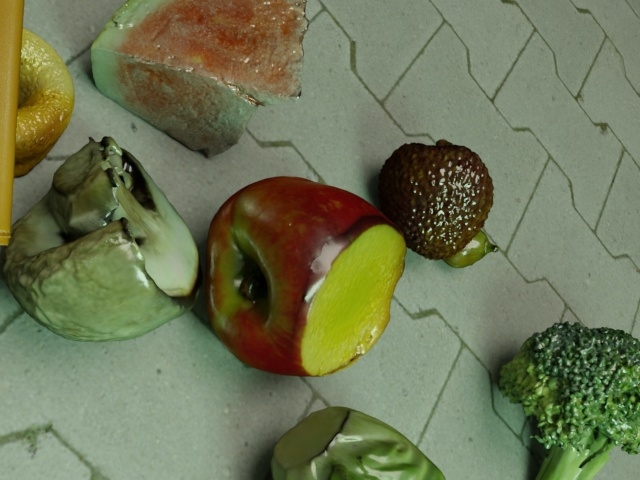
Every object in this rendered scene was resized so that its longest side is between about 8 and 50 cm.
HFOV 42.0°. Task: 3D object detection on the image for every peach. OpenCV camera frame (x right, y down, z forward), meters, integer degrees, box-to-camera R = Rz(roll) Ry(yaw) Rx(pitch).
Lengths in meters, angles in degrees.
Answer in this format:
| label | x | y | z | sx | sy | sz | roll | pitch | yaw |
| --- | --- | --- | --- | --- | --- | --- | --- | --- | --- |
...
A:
| label | x | y | z | sx | sy | sz | roll | pitch | yaw |
| --- | --- | --- | --- | --- | --- | --- | --- | --- | --- |
| peach | -0.012 | 0.035 | 1.056 | 0.274 | 0.248 | 0.245 | 7 | 44 | -51 |

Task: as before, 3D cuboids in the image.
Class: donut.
| label | x | y | z | sx | sy | sz | roll | pitch | yaw |
| --- | --- | --- | --- | --- | --- | --- | --- | --- | --- |
| donut | -0.363 | -0.167 | 0.951 | 0.174 | 0.074 | 0.190 | 55 | 45 | -7 |

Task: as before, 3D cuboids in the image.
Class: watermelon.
| label | x | y | z | sx | sy | sz | roll | pitch | yaw |
| --- | --- | --- | --- | --- | --- | --- | --- | --- | --- |
| watermelon | -0.137 | -0.248 | 1.105 | 0.310 | 0.193 | 0.232 | -33 | 93 | -44 |

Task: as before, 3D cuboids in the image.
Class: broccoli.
| label | x | y | z | sx | sy | sz | roll | pitch | yaw |
| --- | --- | --- | --- | --- | --- | --- | --- | --- | --- |
| broccoli | 0.418 | 0.262 | 1.362 | 0.249 | 0.302 | 0.375 | 51 | 14 | 18 |

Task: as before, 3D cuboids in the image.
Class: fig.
| label | x | y | z | sx | sy | sz | roll | pitch | yaw |
| --- | --- | --- | --- | --- | --- | --- | --- | --- | --- |
| fig | 0.252 | 0.009 | 1.399 | 0.084 | 0.098 | 0.082 | 20 | 78 | -74 |

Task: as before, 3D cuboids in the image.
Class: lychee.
| label | x | y | z | sx | sy | sz | roll | pitch | yaw |
| --- | --- | --- | --- | --- | --- | --- | --- | --- | --- |
| lychee | 0.182 | -0.071 | 1.321 | 0.194 | 0.194 | 0.195 | 18 | 60 | -35 |

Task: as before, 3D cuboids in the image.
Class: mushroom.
| label | x | y | z | sx | sy | sz | roll | pitch | yaw |
| --- | --- | --- | --- | --- | --- | --- | --- | --- | --- |
| mushroom | -0.242 | 0.019 | 0.917 | 0.190 | 0.164 | 0.267 | 56 | 4 | -40 |

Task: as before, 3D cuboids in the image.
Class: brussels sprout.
| label | x | y | z | sx | sy | sz | roll | pitch | yaw |
| --- | --- | --- | --- | --- | --- | --- | --- | --- | --- |
| brussels sprout | 0.046 | 0.327 | 1.004 | 0.244 | 0.244 | 0.244 | 18 | 60 | -35 |

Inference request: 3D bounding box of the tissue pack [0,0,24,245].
| label | x | y | z | sx | sy | sz | roll | pitch | yaw |
| --- | --- | --- | --- | --- | --- | --- | --- | --- | --- |
| tissue pack | -0.386 | -0.136 | 0.776 | 0.145 | 0.194 | 0.275 | 5 | 89 | -53 |
